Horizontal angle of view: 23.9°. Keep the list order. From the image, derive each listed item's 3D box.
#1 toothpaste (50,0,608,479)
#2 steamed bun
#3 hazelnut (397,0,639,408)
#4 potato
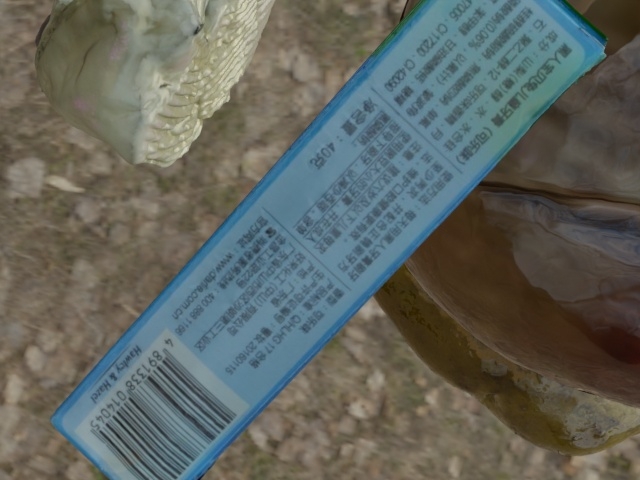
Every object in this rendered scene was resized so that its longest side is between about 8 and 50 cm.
[{"bbox_3d":[0.000,0.000,0.603,0.065,0.050,0.267,43,108,3],"label":"toothpaste"},{"bbox_3d":[-0.182,-0.234,1.585,0.320,0.206,0.275,-47,162,-49],"label":"steamed bun"},{"bbox_3d":[0.202,-0.074,0.796,0.372,0.315,0.372,-13,134,-14],"label":"hazelnut"},{"bbox_3d":[0.171,0.042,1.392,0.195,0.369,0.176,-54,165,16],"label":"potato"}]
